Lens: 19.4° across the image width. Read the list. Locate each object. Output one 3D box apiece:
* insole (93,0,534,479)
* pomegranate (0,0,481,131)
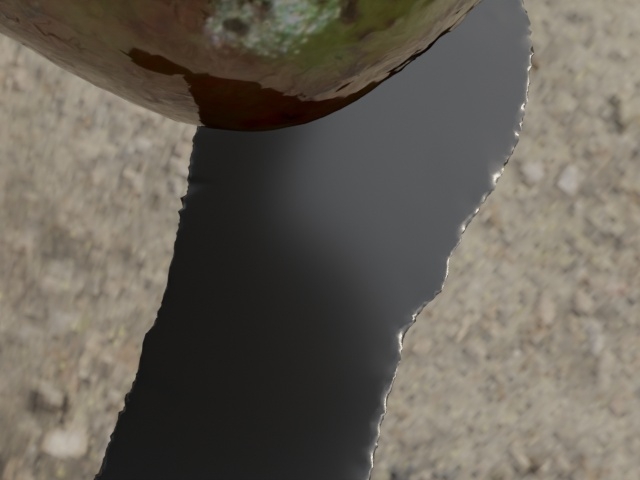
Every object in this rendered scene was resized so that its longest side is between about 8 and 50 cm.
[{"bbox_3d":[0.000,0.000,0.610,0.109,0.007,0.322,15,55,4],"label":"insole"},{"bbox_3d":[-0.037,-0.133,0.514,0.198,0.246,0.198,-6,105,-22],"label":"pomegranate"}]
